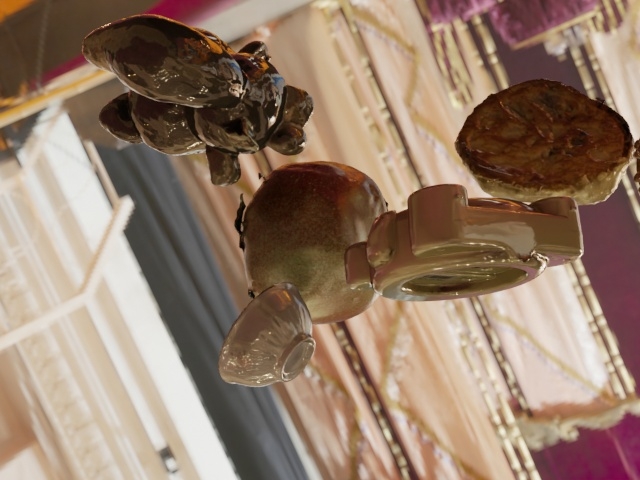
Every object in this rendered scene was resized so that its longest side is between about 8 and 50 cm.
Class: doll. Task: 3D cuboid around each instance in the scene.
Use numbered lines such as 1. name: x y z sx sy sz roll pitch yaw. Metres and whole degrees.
1. doll: -0.229 -0.279 1.838 0.382 0.378 0.252 14 -114 35

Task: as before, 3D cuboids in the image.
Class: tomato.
1. tomato: 0.000 0.000 1.998 0.239 0.304 0.303 0 -163 21

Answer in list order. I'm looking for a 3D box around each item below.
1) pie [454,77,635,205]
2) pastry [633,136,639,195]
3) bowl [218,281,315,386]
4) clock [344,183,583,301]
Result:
1. pie: 0.396 -0.173 2.000 0.315 0.092 0.315 -5 -132 6
2. pastry: 0.580 -0.112 1.565 0.315 0.285 0.184 15 -167 41
3. bowl: -0.064 0.166 1.761 0.086 0.189 0.189 33 -138 25
4. clock: 0.200 0.013 1.667 0.284 0.114 0.309 3 164 -30
